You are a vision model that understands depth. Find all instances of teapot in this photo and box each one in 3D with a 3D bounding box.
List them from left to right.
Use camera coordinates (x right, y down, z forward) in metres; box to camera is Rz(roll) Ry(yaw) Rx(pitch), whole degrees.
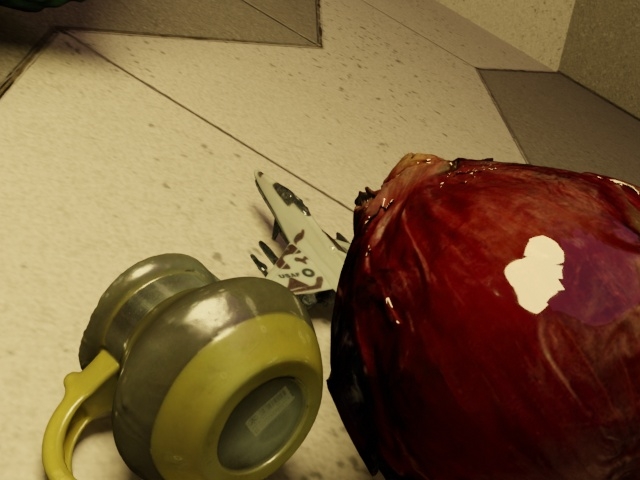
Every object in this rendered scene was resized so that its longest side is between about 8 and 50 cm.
[{"bbox_3d":[-0.081,0.081,0.478,0.165,0.130,0.119,-33,45,-27],"label":"teapot"}]

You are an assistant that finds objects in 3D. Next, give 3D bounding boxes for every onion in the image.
[{"bbox_3d":[0.124,0.083,0.514,0.221,0.281,0.281,-29,52,-13],"label":"onion"}]

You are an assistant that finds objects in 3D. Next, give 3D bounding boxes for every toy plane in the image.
[{"bbox_3d":[0.000,0.017,0.721,0.160,0.082,0.234,-7,28,-36],"label":"toy plane"}]

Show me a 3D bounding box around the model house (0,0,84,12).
[{"bbox_3d":[-0.379,-0.361,0.693,0.395,0.400,0.445,27,15,23],"label":"model house"}]
